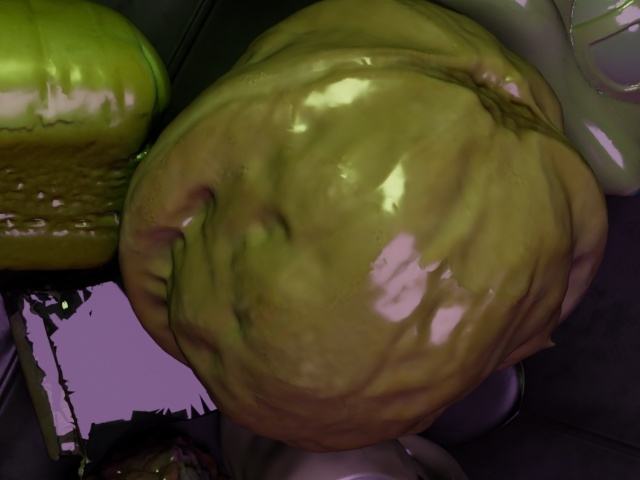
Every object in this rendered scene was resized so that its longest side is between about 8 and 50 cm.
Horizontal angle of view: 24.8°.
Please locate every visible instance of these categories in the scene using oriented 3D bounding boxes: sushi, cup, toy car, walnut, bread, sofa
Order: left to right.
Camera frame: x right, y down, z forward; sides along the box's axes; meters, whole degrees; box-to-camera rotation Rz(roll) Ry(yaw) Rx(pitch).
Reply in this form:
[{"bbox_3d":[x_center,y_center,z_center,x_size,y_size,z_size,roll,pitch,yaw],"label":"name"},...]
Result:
[{"bbox_3d":[-0.313,-0.099,1.178,0.377,0.208,0.251,1,140,-19],"label":"bread"},{"bbox_3d":[-0.162,0.092,1.408,0.258,0.182,0.200,-17,105,-12],"label":"sofa"},{"bbox_3d":[-0.155,0.340,1.486,0.171,0.236,0.270,-26,128,4],"label":"sushi"},{"bbox_3d":[0.025,0.258,1.522,0.173,0.202,0.255,-47,124,8],"label":"cup"},{"bbox_3d":[0.032,-0.013,1.164,0.384,0.383,0.383,-10,121,-16],"label":"walnut"},{"bbox_3d":[0.238,-0.211,1.280,0.336,0.226,0.242,51,57,-34],"label":"toy car"}]
